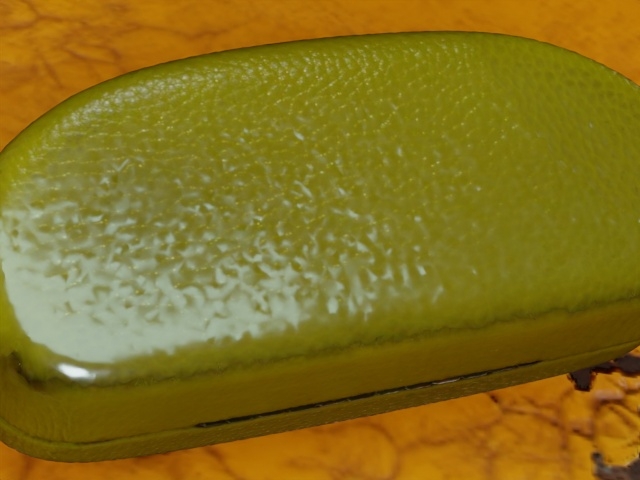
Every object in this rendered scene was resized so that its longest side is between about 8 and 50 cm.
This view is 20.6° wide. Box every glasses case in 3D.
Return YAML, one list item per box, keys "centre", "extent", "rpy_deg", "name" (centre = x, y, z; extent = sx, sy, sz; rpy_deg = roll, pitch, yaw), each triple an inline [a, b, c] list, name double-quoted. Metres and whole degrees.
- centre: [0.000, 0.000, 0.860]
  extent: [0.371, 0.141, 0.173]
  rpy_deg: [-9, 67, -21]
  name: "glasses case"
